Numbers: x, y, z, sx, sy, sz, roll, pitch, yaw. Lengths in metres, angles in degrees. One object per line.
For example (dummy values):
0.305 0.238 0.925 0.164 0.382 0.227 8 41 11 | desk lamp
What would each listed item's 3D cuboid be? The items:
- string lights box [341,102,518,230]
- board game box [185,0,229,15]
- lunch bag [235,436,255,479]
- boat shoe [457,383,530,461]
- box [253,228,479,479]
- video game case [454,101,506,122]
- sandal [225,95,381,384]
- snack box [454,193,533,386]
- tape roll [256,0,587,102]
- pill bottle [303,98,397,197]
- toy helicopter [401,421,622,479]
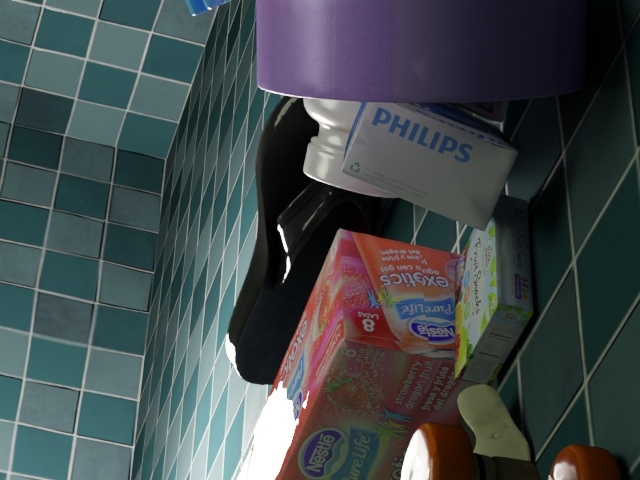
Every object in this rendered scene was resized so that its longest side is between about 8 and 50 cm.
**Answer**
0.094 -0.083 1.670 0.259 0.133 0.076 -74 7 -82 | string lights box
0.073 -0.307 1.667 0.390 0.390 0.050 -176 63 -78 | board game box
-0.028 0.276 2.069 0.303 0.115 0.243 114 166 -48 | lunch bag
0.143 0.173 1.527 0.133 0.049 0.042 -107 3 -55 | boat shoe
0.040 0.155 1.782 0.154 0.142 0.300 -91 18 -47 | box
0.135 -0.169 1.760 0.011 0.122 0.087 -1 74 46 | video game case
0.002 0.001 2.206 0.107 0.168 0.445 51 140 44 | sandal
0.149 0.042 1.639 0.141 0.037 0.100 -87 17 -46 | snack box
0.084 -0.173 1.568 0.275 0.275 0.090 -129 39 -76 | tape roll
0.069 -0.189 2.004 0.152 0.152 0.272 -128 51 -75 | pill bottle
0.118 0.309 1.265 0.355 0.140 0.235 -95 19 -50 | toy helicopter
